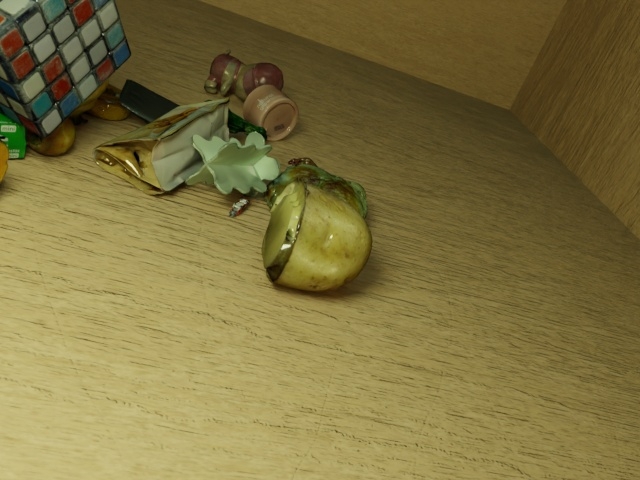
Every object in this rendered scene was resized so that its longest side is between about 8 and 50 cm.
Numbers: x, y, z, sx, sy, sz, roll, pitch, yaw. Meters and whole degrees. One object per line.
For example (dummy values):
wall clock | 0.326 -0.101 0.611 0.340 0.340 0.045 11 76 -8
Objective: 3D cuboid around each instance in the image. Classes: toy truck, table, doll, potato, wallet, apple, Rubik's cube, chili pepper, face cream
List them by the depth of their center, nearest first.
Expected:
Rubik's cube | -0.601 -0.437 1.301 0.287 0.293 0.291 29 64 13
potato | 0.000 0.000 1.400 0.243 0.242 0.285 16 13 -13
apple | -0.616 -0.245 1.484 0.114 0.099 0.102 13 31 15
table | -0.217 -0.183 1.573 0.167 0.166 0.198 34 20 21
toy truck | -0.196 -0.081 1.582 0.024 0.032 0.083 29 25 4
wallet | -0.437 -0.346 1.803 0.245 0.052 0.168 29 29 -24
chili pepper | -0.258 -0.338 1.905 0.253 0.083 0.099 15 31 -50
face cream | -0.157 -0.402 2.058 0.149 0.149 0.104 -6 39 -43
doll | -0.256 -0.544 2.243 0.256 0.152 0.196 13 57 14

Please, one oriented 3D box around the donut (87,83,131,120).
donut | -0.599 -0.386 1.791 0.179 0.065 0.162 29 23 14

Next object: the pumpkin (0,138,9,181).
pumpkin | -0.671 -0.125 1.091 0.139 0.221 0.317 25 26 7

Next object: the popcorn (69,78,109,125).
popcorn | -0.649 -0.410 1.607 0.316 0.280 0.297 19 46 41

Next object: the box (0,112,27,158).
box | -0.763 -0.272 1.418 0.180 0.102 0.250 -9 40 -46

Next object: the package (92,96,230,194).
package | -0.360 -0.220 1.613 0.222 0.164 0.311 -4 24 28

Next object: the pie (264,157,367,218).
pie | -0.014 -0.103 1.708 0.275 0.105 0.257 28 42 16
